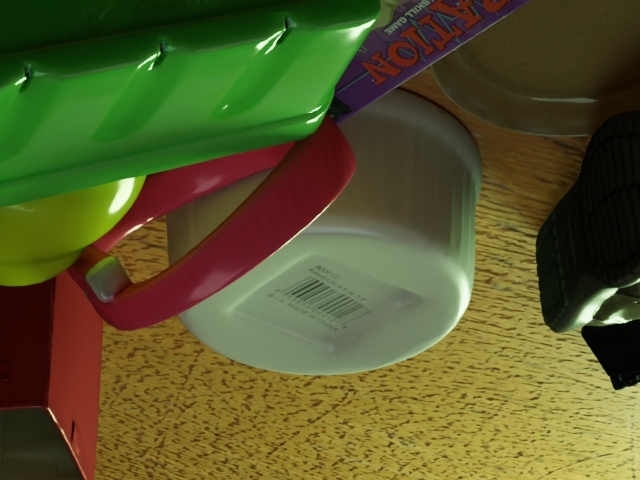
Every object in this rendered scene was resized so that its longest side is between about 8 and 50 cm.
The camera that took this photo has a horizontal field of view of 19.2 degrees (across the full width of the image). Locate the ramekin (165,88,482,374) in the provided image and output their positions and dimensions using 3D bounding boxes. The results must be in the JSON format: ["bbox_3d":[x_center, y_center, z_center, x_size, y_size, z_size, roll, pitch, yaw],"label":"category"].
[{"bbox_3d":[0.000,0.000,1.583,0.277,0.135,0.277,0,147,0],"label":"ramekin"}]

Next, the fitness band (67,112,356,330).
[{"bbox_3d":[-0.083,-0.023,1.343,0.209,0.291,0.054,-37,105,-9],"label":"fitness band"}]

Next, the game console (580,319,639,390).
[{"bbox_3d":[0.335,0.095,1.849,0.122,0.071,0.107,-22,171,30],"label":"game console"}]

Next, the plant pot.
[{"bbox_3d":[0.199,-0.160,1.437,0.236,0.032,0.236,0,146,0],"label":"plant pot"}]

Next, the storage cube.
[{"bbox_3d":[-0.304,0.114,1.697,0.184,0.193,0.215,-5,146,6],"label":"storage cube"}]

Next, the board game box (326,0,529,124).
[{"bbox_3d":[0.043,-0.214,1.311,0.208,0.056,0.347,31,136,-31],"label":"board game box"}]

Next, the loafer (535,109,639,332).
[{"bbox_3d":[0.277,-0.017,1.549,0.130,0.133,0.366,-3,167,-9],"label":"loafer"}]

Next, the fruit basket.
[{"bbox_3d":[-0.180,-0.126,1.178,0.392,0.283,0.392,-16,177,-1],"label":"fruit basket"}]
